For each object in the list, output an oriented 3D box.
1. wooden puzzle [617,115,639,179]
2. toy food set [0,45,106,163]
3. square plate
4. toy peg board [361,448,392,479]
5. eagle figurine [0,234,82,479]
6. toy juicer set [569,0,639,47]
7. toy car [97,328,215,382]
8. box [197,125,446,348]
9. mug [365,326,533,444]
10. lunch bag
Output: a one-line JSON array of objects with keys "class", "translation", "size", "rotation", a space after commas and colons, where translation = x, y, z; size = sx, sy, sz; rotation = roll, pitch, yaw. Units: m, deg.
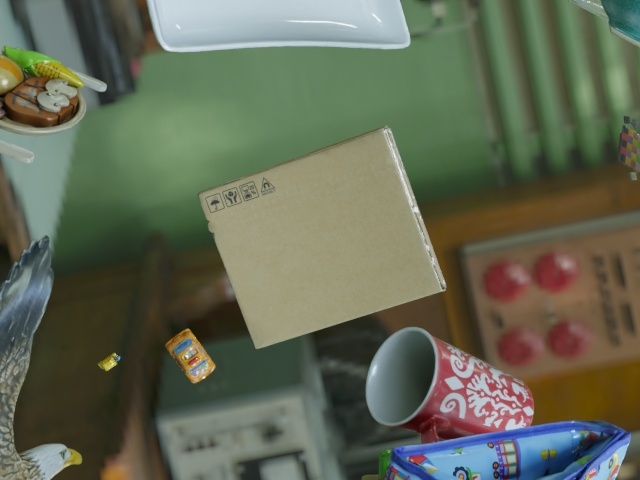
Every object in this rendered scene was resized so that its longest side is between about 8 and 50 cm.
[{"class": "wooden puzzle", "translation": [0.397, -0.115, 2.378], "size": [0.049, 0.006, 0.083], "rotation": [26, 64, -36]}, {"class": "toy food set", "translation": [-0.310, -0.156, 1.965], "size": [0.192, 0.132, 0.038], "rotation": [-57, 166, -53]}, {"class": "square plate", "translation": [-0.085, -0.365, 2.114], "size": [0.049, 0.344, 0.347], "rotation": [-33, -112, 50]}, {"class": "toy peg board", "translation": [0.127, 0.313, 2.150], "size": [0.161, 0.161, 0.079], "rotation": [-87, 178, -51]}, {"class": "eagle figurine", "translation": [-0.285, 0.170, 1.536], "size": [0.225, 0.226, 0.298], "rotation": [9, 65, -81]}, {"class": "toy juicer set", "translation": [0.336, -0.206, 1.701], "size": [0.089, 0.209, 0.329], "rotation": [-63, -152, 7]}, {"class": "toy car", "translation": [-0.176, 0.139, 2.038], "size": [0.040, 0.122, 0.060], "rotation": [-160, -128, -80]}, {"class": "box", "translation": [0.000, 0.000, 1.777], "size": [0.164, 0.201, 0.021], "rotation": [70, 20, -6]}, {"class": "mug", "translation": [0.146, 0.192, 2.091], "size": [0.169, 0.113, 0.150], "rotation": [23, 68, -37]}, {"class": "lunch bag", "translation": [0.185, 0.296, 1.857], "size": [0.293, 0.138, 0.221], "rotation": [-13, 127, -44]}]
